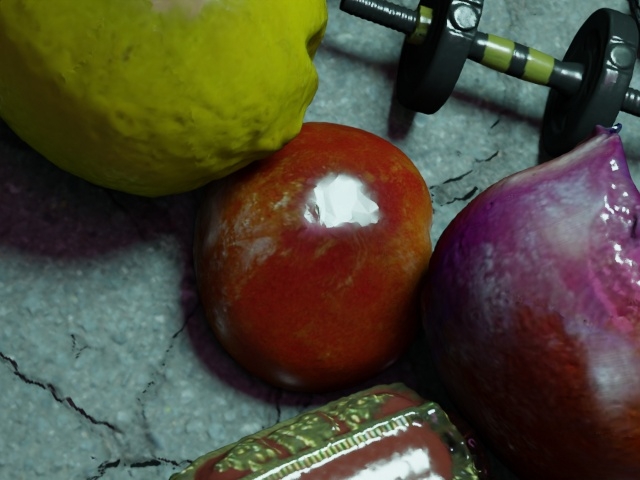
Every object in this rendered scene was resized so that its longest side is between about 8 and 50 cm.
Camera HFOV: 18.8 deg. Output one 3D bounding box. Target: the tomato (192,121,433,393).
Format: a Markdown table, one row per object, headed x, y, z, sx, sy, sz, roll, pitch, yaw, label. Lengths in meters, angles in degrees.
| x | y | z | sx | sy | sz | roll | pitch | yaw | label |
| --- | --- | --- | --- | --- | --- | --- | --- | --- | --- |
| 0.000 | 0.000 | 1.592 | 0.200 | 0.139 | 0.233 | 2 | 70 | -10 | tomato |

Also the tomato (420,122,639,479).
| x | y | z | sx | sy | sz | roll | pitch | yaw | label |
| --- | --- | --- | --- | --- | --- | --- | --- | --- | --- |
| 0.181 | 0.088 | 1.519 | 0.176 | 0.335 | 0.289 | -13 | 66 | -6 | tomato |

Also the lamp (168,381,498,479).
| x | y | z | sx | sy | sz | roll | pitch | yaw | label |
| --- | --- | --- | --- | --- | --- | --- | --- | --- | --- |
| 0.001 | 0.220 | 1.497 | 0.274 | 0.177 | 0.177 | -21 | 78 | -22 | lamp |

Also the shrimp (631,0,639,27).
| x | y | z | sx | sy | sz | roll | pitch | yaw | label |
| --- | --- | --- | --- | --- | --- | --- | --- | --- | --- |
| 0.333 | -0.221 | 1.814 | 0.090 | 0.079 | 0.233 | -14 | 70 | -26 | shrimp |

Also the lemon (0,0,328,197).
| x | y | z | sx | sy | sz | roll | pitch | yaw | label |
| --- | --- | --- | --- | --- | --- | --- | --- | --- | --- |
| -0.143 | -0.182 | 1.541 | 0.297 | 0.297 | 0.297 | 6 | 69 | -15 | lemon |

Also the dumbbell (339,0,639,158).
| x | y | z | sx | sy | sz | roll | pitch | yaw | label |
| --- | --- | --- | --- | --- | --- | --- | --- | --- | --- |
| 0.172 | -0.159 | 1.701 | 0.325 | 0.143 | 0.143 | 18 | 66 | -11 | dumbbell |
